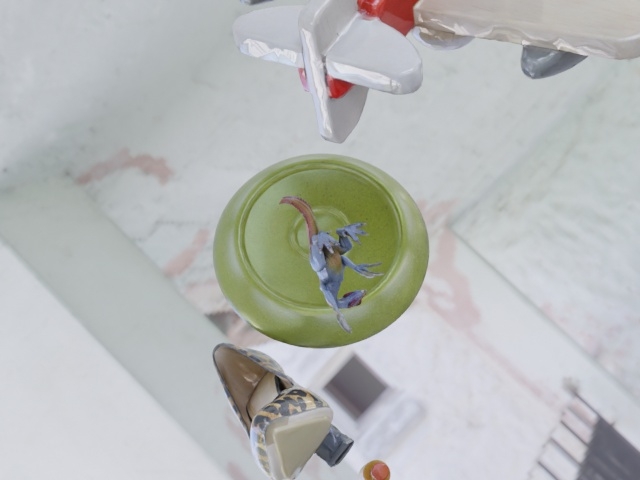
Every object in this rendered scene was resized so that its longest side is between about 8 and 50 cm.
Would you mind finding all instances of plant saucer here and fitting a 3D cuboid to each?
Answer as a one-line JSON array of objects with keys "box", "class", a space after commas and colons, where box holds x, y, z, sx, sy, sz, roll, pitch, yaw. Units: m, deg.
[{"box": [0.000, 0.000, 1.304, 0.241, 0.241, 0.037, -43, -21, -18], "class": "plant saucer"}]

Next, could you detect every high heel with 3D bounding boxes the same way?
[{"box": [-0.073, 0.156, 1.195, 0.093, 0.186, 0.261, -53, -19, -2], "class": "high heel"}]

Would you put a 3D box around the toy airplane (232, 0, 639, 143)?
[{"box": [0.094, -0.253, 1.148, 0.384, 0.386, 0.272, -25, -29, 8], "class": "toy airplane"}]

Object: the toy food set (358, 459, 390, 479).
[{"box": [0.090, 0.424, 1.635, 0.104, 0.111, 0.232, 101, 180, -74], "class": "toy food set"}]

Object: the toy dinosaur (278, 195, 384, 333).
[{"box": [0.010, 0.015, 0.805, 0.047, 0.090, 0.082, -31, -18, -24], "class": "toy dinosaur"}]
